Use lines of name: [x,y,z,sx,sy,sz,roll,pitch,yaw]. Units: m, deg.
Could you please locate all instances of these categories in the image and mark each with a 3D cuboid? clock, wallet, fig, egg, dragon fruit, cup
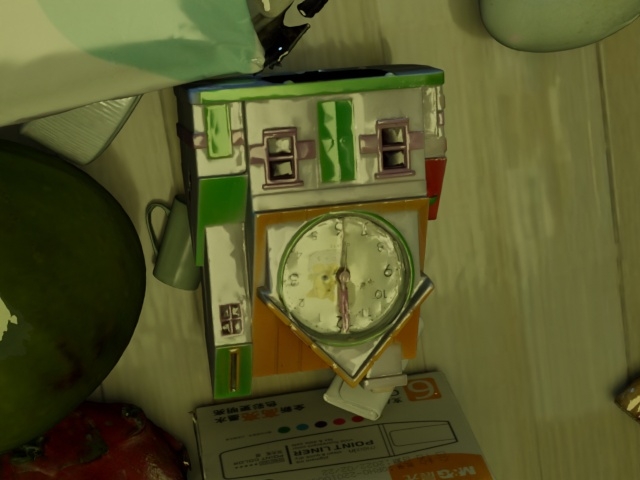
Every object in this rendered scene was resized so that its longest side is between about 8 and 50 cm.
clock: [0.000,0.000,1.312,0.235,0.166,0.309,-6,102,-12]
wallet: [0.055,0.119,1.416,0.061,0.122,0.025,16,143,20]
fig: [-0.322,0.032,1.241,0.316,0.316,0.316,-2,103,-8]
egg: [0.242,-0.260,1.337,0.209,0.151,0.151,-40,105,5]
dragon fruit: [-0.207,0.274,1.360,0.198,0.269,0.200,-37,142,29]
cup: [-0.139,-0.001,1.392,0.075,0.054,0.083,18,102,-13]

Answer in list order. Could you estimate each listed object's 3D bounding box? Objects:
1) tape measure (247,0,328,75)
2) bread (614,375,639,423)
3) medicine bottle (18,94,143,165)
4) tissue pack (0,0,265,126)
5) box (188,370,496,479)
tape measure: [-0.056,-0.315,1.273,0.231,0.133,0.271,-43,98,-28]
bread: [0.375,0.175,1.504,0.136,0.054,0.154,5,96,-11]
medicine bottle: [-0.296,-0.227,1.248,0.332,0.190,0.190,34,96,-14]
tissue pack: [-0.242,-0.217,1.062,0.356,0.194,0.266,-15,103,-8]
box: [0.021,0.230,1.380,0.274,0.221,0.091,-9,116,-9]
